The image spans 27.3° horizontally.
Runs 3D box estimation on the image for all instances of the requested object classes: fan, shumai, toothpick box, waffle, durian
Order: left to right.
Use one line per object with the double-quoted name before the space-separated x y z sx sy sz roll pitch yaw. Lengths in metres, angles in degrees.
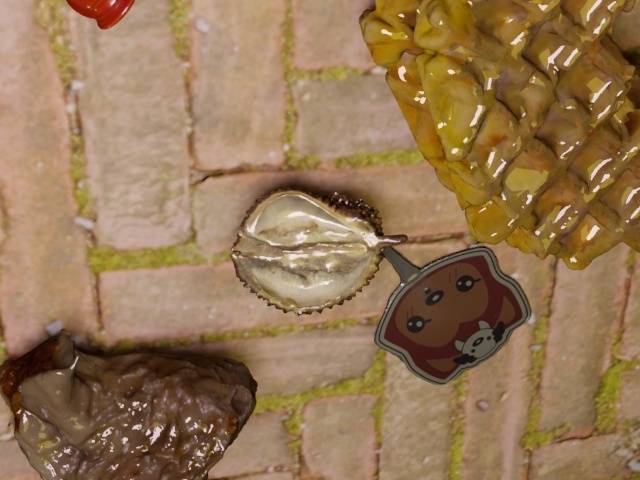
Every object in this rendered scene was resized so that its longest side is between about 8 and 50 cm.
"toothpick box" -0.167 -0.181 0.898 0.083 0.047 0.047 33 107 -33
"shumai" -0.167 0.139 1.063 0.206 0.166 0.175 -38 103 7
"durian" 0.000 -0.003 1.056 0.140 0.071 0.110 -7 119 5
"fan" 0.095 0.046 1.160 0.132 0.009 0.220 -42 126 8
"waffle" 0.190 -0.130 0.991 0.261 0.151 0.324 -29 123 7
